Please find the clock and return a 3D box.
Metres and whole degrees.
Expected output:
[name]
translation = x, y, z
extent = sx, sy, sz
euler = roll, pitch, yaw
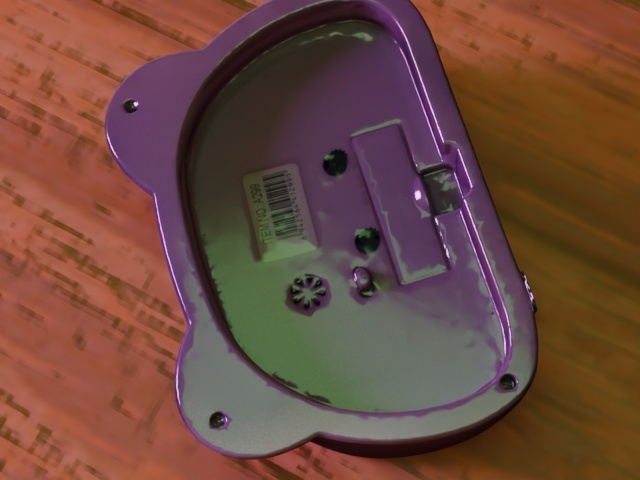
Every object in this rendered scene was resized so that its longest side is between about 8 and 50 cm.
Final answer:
[clock]
translation = 0.000, 0.000, 0.439
extent = 0.110, 0.050, 0.153
euler = -17, 70, -2
